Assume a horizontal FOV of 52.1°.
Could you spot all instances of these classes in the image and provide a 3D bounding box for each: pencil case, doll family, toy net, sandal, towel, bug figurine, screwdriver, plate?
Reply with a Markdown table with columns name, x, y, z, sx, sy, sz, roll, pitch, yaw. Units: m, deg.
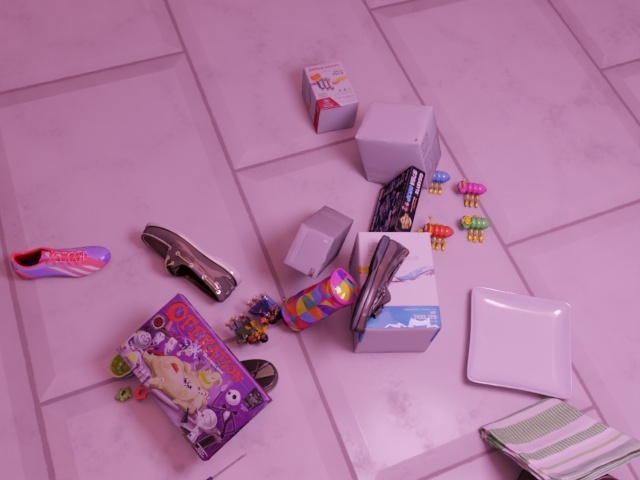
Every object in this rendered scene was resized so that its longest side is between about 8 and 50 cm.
| name | x | y | z | sx | sy | sz | roll | pitch | yaw |
| --- | --- | --- | --- | --- | --- | --- | --- | --- | --- |
| pencil case | -0.004 | 0.152 | 1.670 | 0.105 | 0.236 | 0.104 | 19 | 57 | -33 |
| doll family | -0.153 | 0.211 | 1.721 | 0.111 | 0.076 | 0.193 | 36 | 62 | 18 |
| toy net | -0.408 | 0.320 | 1.616 | 0.233 | 0.045 | 0.122 | -15 | 57 | 10 |
| sandal | -0.248 | 0.360 | 1.618 | 0.303 | 0.086 | 0.120 | -3 | 55 | 11 |
| towel | 0.555 | 0.466 | 1.540 | 0.248 | 0.325 | 0.038 | -18 | 100 | -15 |
| bug figurine | 0.391 | -0.107 | 1.938 | 0.217 | 0.072 | 0.278 | 4 | 62 | -4 |
| screwdriver | -0.248 | 0.557 | 1.565 | 0.170 | 0.024 | 0.025 | -35 | 42 | -27 |
| plate | 0.534 | 0.275 | 1.766 | 0.278 | 0.045 | 0.277 | 10 | 61 | 1 |

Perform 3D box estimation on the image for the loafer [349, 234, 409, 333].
| name | x | y | z | sx | sy | sz | roll | pitch | yaw |
| --- | --- | --- | --- | --- | --- | --- | --- | --- | --- |
| loafer | 0.146 | 0.108 | 1.572 | 0.084 | 0.096 | 0.267 | 22 | 61 | 0 |

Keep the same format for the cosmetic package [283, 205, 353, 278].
| name | x | y | z | sx | sy | sz | roll | pitch | yaw |
| --- | --- | --- | --- | --- | --- | --- | --- | --- | --- |
| cosmetic package | 0.000 | 0.000 | 1.746 | 0.107 | 0.238 | 0.127 | 28 | 108 | 10 |

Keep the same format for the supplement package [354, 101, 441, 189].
| name | x | y | z | sx | sy | sz | roll | pitch | yaw |
| --- | --- | --- | --- | --- | --- | --- | --- | --- | --- |
| supplement package | 0.230 | -0.276 | 1.907 | 0.194 | 0.203 | 0.149 | 10 | 60 | 23 |

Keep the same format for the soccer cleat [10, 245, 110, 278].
| name | x | y | z | sx | sy | sz | roll | pitch | yaw |
| --- | --- | --- | --- | --- | --- | --- | --- | --- | --- |
| soccer cleat | -0.689 | 0.051 | 1.739 | 0.248 | 0.095 | 0.082 | -7 | 64 | -9 |

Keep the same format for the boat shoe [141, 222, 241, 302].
| name | x | y | z | sx | sy | sz | roll | pitch | yaw |
| --- | --- | --- | --- | --- | --- | --- | --- | --- | --- |
| boat shoe | -0.362 | 0.058 | 1.760 | 0.305 | 0.109 | 0.091 | 31 | 59 | 6 |

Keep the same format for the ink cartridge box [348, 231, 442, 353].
| name | x | y | z | sx | sy | sz | roll | pitch | yaw |
| --- | --- | --- | --- | --- | --- | --- | --- | --- | --- |
| ink cartridge box | 0.186 | 0.137 | 1.721 | 0.197 | 0.198 | 0.269 | 0 | 63 | -5 |

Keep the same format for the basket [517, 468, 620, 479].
| name | x | y | z | sx | sy | sz | roll | pitch | yaw |
| --- | --- | --- | --- | --- | --- | --- | --- | --- | --- |
| basket | 0.580 | 0.584 | 1.489 | 0.204 | 0.227 | 0.154 | -38 | 91 | -17 |

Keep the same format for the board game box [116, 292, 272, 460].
| name | x | y | z | sx | sy | sz | roll | pitch | yaw |
| --- | --- | --- | --- | --- | --- | --- | --- | --- | --- |
| board game box | -0.303 | 0.318 | 1.555 | 0.208 | 0.056 | 0.347 | -42 | 73 | -8 |

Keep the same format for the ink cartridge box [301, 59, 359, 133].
| name | x | y | z | sx | sy | sz | roll | pitch | yaw |
| --- | --- | --- | --- | --- | --- | --- | --- | --- | --- |
| ink cartridge box | 0.027 | -0.449 | 2.049 | 0.128 | 0.127 | 0.176 | -15 | 64 | -12 |

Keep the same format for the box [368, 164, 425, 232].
| name | x | y | z | sx | sy | sz | roll | pitch | yaw |
| --- | --- | --- | --- | --- | --- | --- | --- | --- | --- |
| box | 0.209 | -0.083 | 1.848 | 0.051 | 0.175 | 0.220 | 26 | 61 | -16 |
